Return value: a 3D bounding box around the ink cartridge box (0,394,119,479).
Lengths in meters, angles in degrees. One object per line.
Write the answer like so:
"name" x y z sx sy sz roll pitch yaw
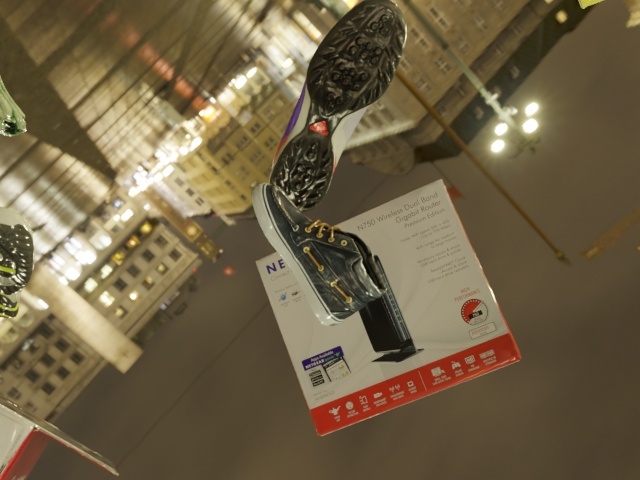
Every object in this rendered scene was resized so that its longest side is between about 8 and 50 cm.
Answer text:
"ink cartridge box" -0.329 0.187 0.593 0.130 0.271 0.309 -61 -173 -22

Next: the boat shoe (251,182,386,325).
"boat shoe" 0.000 0.000 0.770 0.083 0.183 0.065 -32 179 23

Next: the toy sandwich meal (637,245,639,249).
"toy sandwich meal" 0.492 -0.008 0.980 0.085 0.085 0.029 -44 -134 3

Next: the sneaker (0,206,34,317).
"sneaker" -0.531 0.012 1.091 0.384 0.145 0.147 -34 -133 56

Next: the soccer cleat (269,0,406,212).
"soccer cleat" 0.014 -0.192 0.952 0.116 0.108 0.318 -93 -153 -61

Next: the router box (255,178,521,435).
"router box" 0.101 0.109 1.095 0.335 0.301 0.082 -24 168 11

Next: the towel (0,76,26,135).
"towel" -0.385 -0.276 0.744 0.038 0.325 0.248 -19 -166 -19

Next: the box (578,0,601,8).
"box" 0.312 -0.252 0.514 0.232 0.058 0.087 -7 -147 42
